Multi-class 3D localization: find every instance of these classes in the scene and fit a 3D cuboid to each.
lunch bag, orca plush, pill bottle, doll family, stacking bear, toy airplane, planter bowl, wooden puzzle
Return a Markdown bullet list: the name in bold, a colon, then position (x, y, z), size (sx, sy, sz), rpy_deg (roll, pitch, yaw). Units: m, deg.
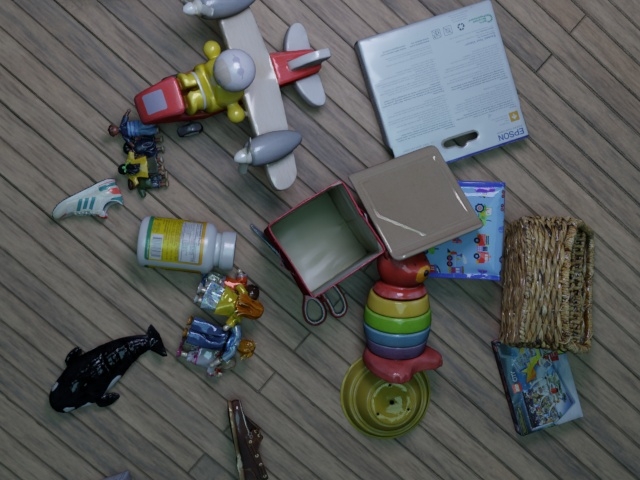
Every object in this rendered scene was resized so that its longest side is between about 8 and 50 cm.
- **lunch bag**: position (0.264, -0.029, 1.810), size (0.293, 0.138, 0.221), rpy_deg (2, 95, 4)
- **orca plush**: position (-0.482, 0.300, 1.758), size (0.287, 0.102, 0.151), rpy_deg (-19, 94, -4)
- **pill bottle**: position (-0.295, 0.013, 1.755), size (0.208, 0.117, 0.118), rpy_deg (6, 92, -5)
- **doll family**: position (-0.216, 0.192, 1.769), size (0.163, 0.118, 0.263), rpy_deg (18, 91, -6)
- **stacking bear**: position (0.177, 0.141, 1.748), size (0.175, 0.164, 0.289), rpy_deg (-14, 114, -40)
- **toy airplane**: position (-0.156, -0.347, 1.676), size (0.386, 0.272, 0.384), rpy_deg (28, 89, -5)
- **doll family**: position (-0.409, -0.194, 1.763), size (0.111, 0.076, 0.193), rpy_deg (-7, 88, 0)
- **planter bowl**: position (0.159, 0.366, 1.825), size (0.217, 0.090, 0.217), rpy_deg (0, 93, -5)
- **wooden puzzle**: position (0.204, -0.082, 1.713), size (0.221, 0.044, 0.239), rpy_deg (-21, 65, -16)

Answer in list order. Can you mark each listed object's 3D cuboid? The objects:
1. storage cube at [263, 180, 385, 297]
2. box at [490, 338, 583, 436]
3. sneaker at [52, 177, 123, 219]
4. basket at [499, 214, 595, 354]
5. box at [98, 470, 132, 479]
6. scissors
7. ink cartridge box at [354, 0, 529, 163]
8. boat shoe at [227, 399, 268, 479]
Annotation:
- **storage cube**: position (0.000, 0.000, 1.733), size (0.215, 0.193, 0.184), rpy_deg (-33, 92, -7)
- **box**: position (0.516, 0.329, 1.878), size (0.159, 0.044, 0.233), rpy_deg (-16, 94, -4)
- **sneaker**: position (-0.517, -0.074, 1.762), size (0.161, 0.057, 0.075), rpy_deg (-29, 89, -6)
- **basket**: position (0.537, 0.099, 1.761), size (0.223, 0.213, 0.299), rpy_deg (6, 81, -1)
- **box**: position (-0.486, 0.610, 1.786), size (0.137, 0.072, 0.126), rpy_deg (-18, 93, -4)
- **scissors**: position (-0.045, 0.064, 1.832), size (0.109, 0.021, 0.297), rpy_deg (-31, 93, -2)
- **ink cartridge box**: position (0.280, -0.346, 1.818), size (0.324, 0.071, 0.330), rpy_deg (-18, 97, -5)
- **boat shoe**: position (-0.167, 0.460, 1.811), size (0.073, 0.073, 0.207), rpy_deg (-11, 100, -6)
